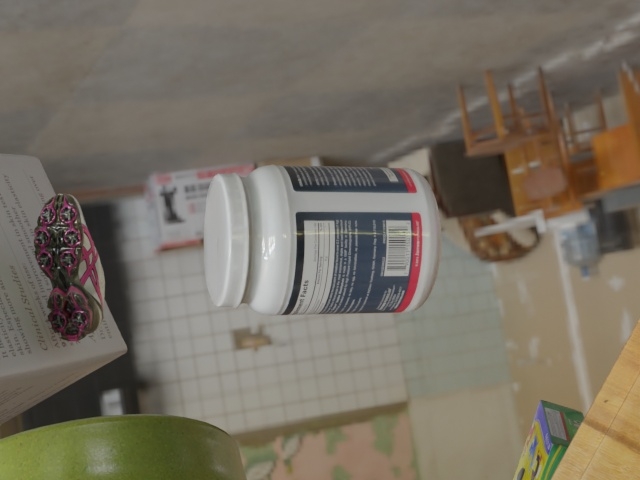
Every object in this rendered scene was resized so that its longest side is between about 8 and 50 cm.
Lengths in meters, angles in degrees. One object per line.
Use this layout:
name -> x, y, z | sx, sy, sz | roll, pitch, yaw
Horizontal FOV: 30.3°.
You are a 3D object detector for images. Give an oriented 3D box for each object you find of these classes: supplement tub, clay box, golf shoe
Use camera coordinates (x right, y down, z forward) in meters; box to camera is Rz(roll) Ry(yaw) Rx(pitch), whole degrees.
supplement tub -> 0.000, 0.000, 1.505 | 0.272, 0.191, 0.191 | 0, 172, -16
clay box -> 0.216, 0.288, 1.198 | 0.053, 0.222, 0.127 | 17, -167, 2
golf shoe -> -0.313, 0.029, 1.492 | 0.067, 0.186, 0.086 | 0, -167, 15

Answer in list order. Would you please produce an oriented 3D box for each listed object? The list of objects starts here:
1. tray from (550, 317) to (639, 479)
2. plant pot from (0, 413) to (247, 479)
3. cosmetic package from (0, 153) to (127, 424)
tray -> 0.347, 0.181, 0.661 | 0.411, 0.203, 0.076 | 28, 176, 19
plant pot -> -0.142, 0.323, 0.826 | 0.366, 0.353, 0.366 | -11, 153, -5
cosmetic package -> -0.536, 0.093, 1.555 | 0.327, 0.329, 0.394 | -29, 170, 19
